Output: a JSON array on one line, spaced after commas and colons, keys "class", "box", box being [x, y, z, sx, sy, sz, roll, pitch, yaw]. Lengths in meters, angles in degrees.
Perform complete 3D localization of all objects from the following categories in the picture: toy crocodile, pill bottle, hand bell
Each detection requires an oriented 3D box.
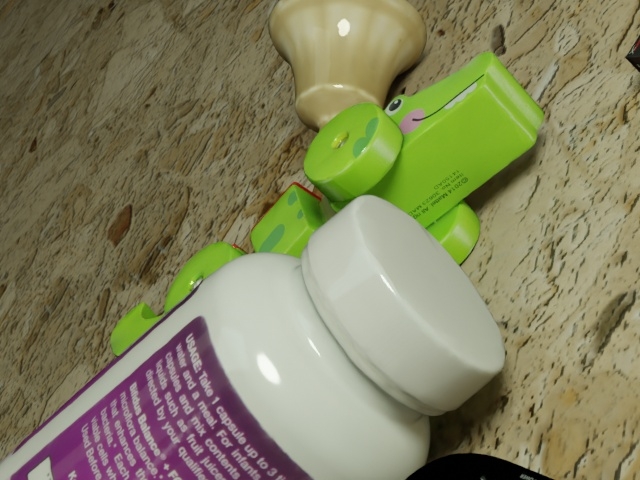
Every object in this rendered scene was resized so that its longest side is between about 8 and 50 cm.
[{"class": "toy crocodile", "box": [0.000, 0.000, 1.023, 0.340, 0.115, 0.105, -42, 31, 16]}, {"class": "pill bottle", "box": [-0.045, 0.114, 0.887, 0.301, 0.169, 0.169, -41, 27, 20]}, {"class": "hand bell", "box": [0.011, -0.062, 1.147, 0.126, 0.126, 0.242, -25, 48, 42]}]

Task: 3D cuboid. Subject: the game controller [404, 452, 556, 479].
[{"class": "game controller", "box": [0.104, 0.188, 0.627, 0.319, 0.067, 0.166, 15, 69, 53]}]

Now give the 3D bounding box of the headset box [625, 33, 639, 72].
[{"class": "headset box", "box": [0.233, -0.126, 0.917, 0.062, 0.032, 0.083, -57, 27, -13]}]
